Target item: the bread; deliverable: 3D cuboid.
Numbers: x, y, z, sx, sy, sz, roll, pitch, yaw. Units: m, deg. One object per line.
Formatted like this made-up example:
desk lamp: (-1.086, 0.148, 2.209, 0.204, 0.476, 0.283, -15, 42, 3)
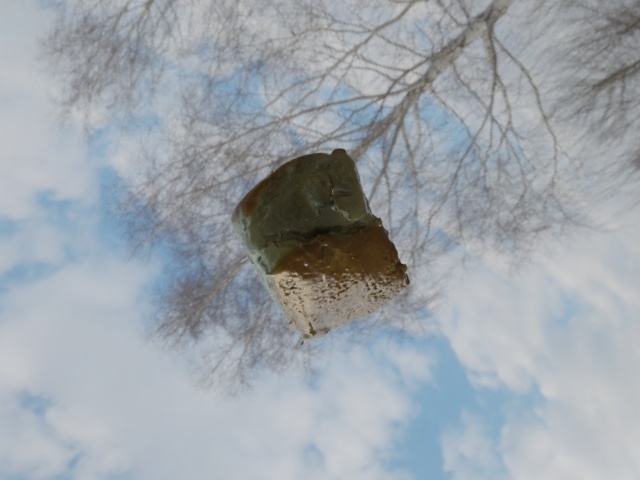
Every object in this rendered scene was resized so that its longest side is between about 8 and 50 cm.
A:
bread: (0.000, 0.000, 1.102, 0.225, 0.250, 0.279, 58, 175, 40)
